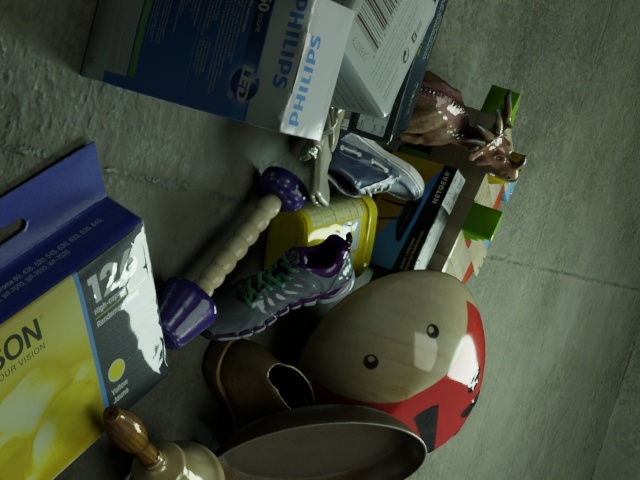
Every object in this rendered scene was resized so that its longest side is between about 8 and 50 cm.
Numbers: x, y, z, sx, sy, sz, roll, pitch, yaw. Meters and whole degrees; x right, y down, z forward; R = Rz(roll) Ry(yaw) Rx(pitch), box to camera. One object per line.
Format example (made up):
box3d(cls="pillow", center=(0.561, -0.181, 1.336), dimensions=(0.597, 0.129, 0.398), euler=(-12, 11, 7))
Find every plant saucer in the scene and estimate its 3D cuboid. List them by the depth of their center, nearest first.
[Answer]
box3d(cls="plant saucer", center=(-0.009, 0.297, 1.578), dimensions=(0.310, 0.311, 0.050), euler=(51, 26, -55))

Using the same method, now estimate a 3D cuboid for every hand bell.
box3d(cls="hand bell", center=(-0.201, 0.244, 1.313), dimensions=(0.126, 0.126, 0.242), euler=(-57, 154, -23))

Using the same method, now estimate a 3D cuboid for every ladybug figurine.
box3d(cls="ladybug figurine", center=(0.123, 0.208, 1.704), dimensions=(0.305, 0.162, 0.449), euler=(-29, 151, -4))

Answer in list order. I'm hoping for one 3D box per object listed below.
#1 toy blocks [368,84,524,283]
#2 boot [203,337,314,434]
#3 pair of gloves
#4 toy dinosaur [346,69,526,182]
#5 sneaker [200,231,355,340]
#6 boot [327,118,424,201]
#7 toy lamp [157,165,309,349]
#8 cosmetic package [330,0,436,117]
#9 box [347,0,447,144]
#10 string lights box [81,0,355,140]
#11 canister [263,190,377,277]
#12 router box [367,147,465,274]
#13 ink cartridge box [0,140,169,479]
box3d(cls="toy blocks", center=(0.219, -0.033, 1.855), dimensions=(0.381, 0.191, 0.261), euler=(-64, 160, -13))
box3d(cls="boot", center=(-0.058, 0.240, 1.586), dimensions=(0.112, 0.115, 0.305), euler=(-60, 149, -23))
box3d(cls="pair of gloves", center=(0.003, -0.169, 1.428), dimensions=(0.240, 0.042, 0.204), euler=(73, 20, -67))
box3d(cls="toy dinosaur", center=(0.172, -0.185, 1.628), dimensions=(0.296, 0.200, 0.127), euler=(14, 96, -52))
box3d(cls="sneaker", center=(-0.061, 0.049, 1.445), dimensions=(0.224, 0.083, 0.098), euler=(-21, 141, -20))
box3d(cls="boot", center=(0.069, -0.086, 1.608), dimensions=(0.190, 0.069, 0.086), euler=(34, 58, -31))
box3d(cls="toy lamp", center=(-0.117, 0.021, 1.410), dimensions=(0.274, 0.080, 0.080), euler=(-53, 145, -33))
box3d(cls="cosmetic package", center=(-0.002, -0.246, 1.225), dimensions=(0.151, 0.184, 0.151), euler=(-64, 149, -15))
box3d(cls="box", center=(0.105, -0.242, 1.389), dimensions=(0.183, 0.059, 0.232), euler=(-46, 154, -75))
box3d(cls="string lights box", center=(-0.107, -0.194, 1.126), dimensions=(0.077, 0.260, 0.133), euler=(6, 101, -59))
box3d(cls="canister", center=(0.000, 0.000, 1.590), dimensions=(0.170, 0.073, 0.126), euler=(-14, 117, -54))
box3d(cls="router box", center=(0.120, -0.038, 1.702), dimensions=(0.178, 0.133, 0.046), euler=(-65, 150, -11))
box3d(cls="ink cartridge box", center=(-0.291, 0.101, 1.180), dimensions=(0.303, 0.072, 0.307), euler=(-41, 140, -40))
